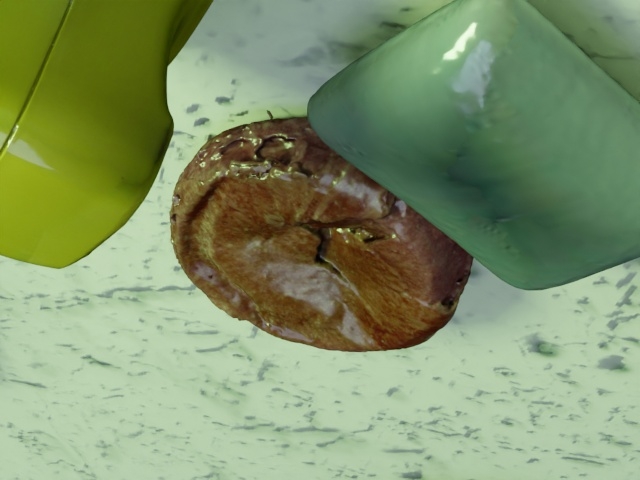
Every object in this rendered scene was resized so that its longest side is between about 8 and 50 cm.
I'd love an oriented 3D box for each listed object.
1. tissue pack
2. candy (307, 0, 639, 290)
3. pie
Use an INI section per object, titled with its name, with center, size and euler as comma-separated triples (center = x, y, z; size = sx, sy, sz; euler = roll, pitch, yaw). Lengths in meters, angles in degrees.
[tissue pack]
center = -0.126, -0.087, 0.640
size = 0.127, 0.178, 0.123
euler = 27, 143, -20
[candy]
center = 0.095, -0.045, 0.699
size = 0.174, 0.071, 0.138
euler = 35, 141, -26
[pie]
center = 0.000, 0.000, 0.823
size = 0.182, 0.050, 0.182
euler = 12, 140, 10
